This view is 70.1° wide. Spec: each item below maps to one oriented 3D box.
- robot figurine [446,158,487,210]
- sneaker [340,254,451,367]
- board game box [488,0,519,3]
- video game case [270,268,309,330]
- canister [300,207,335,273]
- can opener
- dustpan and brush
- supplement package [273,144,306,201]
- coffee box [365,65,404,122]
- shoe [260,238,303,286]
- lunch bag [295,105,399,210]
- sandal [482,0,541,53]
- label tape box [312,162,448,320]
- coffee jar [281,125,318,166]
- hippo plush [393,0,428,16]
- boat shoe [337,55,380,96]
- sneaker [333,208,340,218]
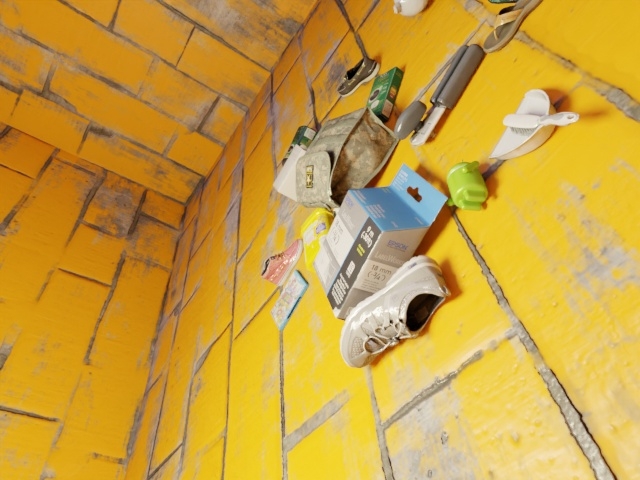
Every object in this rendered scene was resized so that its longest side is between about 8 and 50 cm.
[{"bbox_3d":[0.290,-0.109,0.907,0.101,0.067,0.115,96,174,-47],"label":"robot figurine"},{"bbox_3d":[0.139,0.158,0.898,0.281,0.105,0.115,-54,27,18],"label":"sneaker"},{"bbox_3d":[0.493,-0.656,1.085,0.186,0.026,0.126,-57,27,13],"label":"board game box"},{"bbox_3d":[-0.098,0.184,1.427,0.166,0.015,0.119,-60,25,7],"label":"video game case"},{"bbox_3d":[0.000,0.000,1.347,0.126,0.073,0.169,-48,31,30],"label":"canister"},{"bbox_3d":[0.293,-0.358,1.120,0.280,0.093,0.074,-55,25,6],"label":"can opener"},{"bbox_3d":[0.390,-0.211,0.822,0.147,0.060,0.211,-61,25,5],"label":"dustpan and brush"},{"bbox_3d":[-0.082,-0.247,1.695,0.179,0.105,0.105,-58,26,10],"label":"supplement package"},{"bbox_3d":[0.193,-0.446,1.437,0.113,0.040,0.184,-11,57,59],"label":"coffee box"},{"bbox_3d":[-0.128,0.063,1.517,0.178,0.081,0.063,-61,26,6],"label":"shoe"},{"bbox_3d":[0.047,-0.217,1.318,0.287,0.169,0.235,-58,24,-11],"label":"lunch bag"},{"bbox_3d":[0.433,-0.512,1.037,0.180,0.049,0.072,-50,29,27],"label":"sandal"},{"bbox_3d":[0.116,-0.011,1.050,0.333,0.106,0.240,-64,24,19],"label":"label tape box"},{"bbox_3d":[-0.084,-0.365,1.838,0.096,0.079,0.184,20,83,61],"label":"coffee jar"},{"bbox_3d":[0.328,-0.829,1.421,0.294,0.234,0.236,54,146,16],"label":"hippo plush"},{"bbox_3d":[0.125,-0.605,1.681,0.228,0.069,0.081,-17,51,57],"label":"boat shoe"},{"bbox_3d":[0.076,-0.046,1.257,0.178,0.072,0.077,-151,77,-71],"label":"sneaker"}]
